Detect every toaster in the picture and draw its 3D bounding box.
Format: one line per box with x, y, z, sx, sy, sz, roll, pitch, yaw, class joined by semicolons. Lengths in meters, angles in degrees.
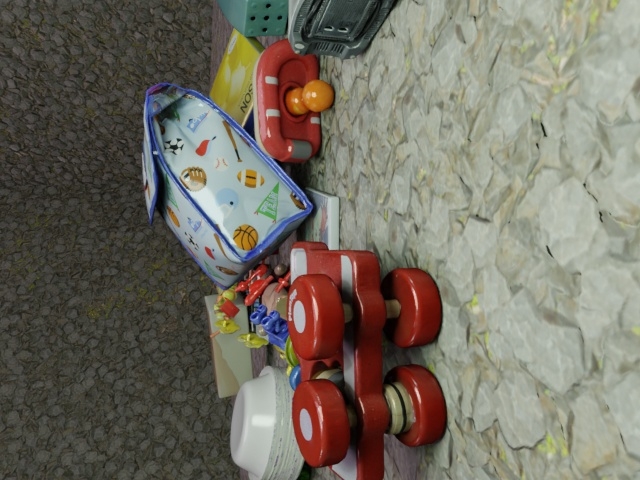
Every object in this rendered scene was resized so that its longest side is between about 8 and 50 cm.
0.025;-0.369;0.727;0.227;0.129;0.147;141;126;-72;toaster

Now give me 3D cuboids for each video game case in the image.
0.000;0.000;1.070;0.183;0.023;0.202;-146;55;-70;video game case

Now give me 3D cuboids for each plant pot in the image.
-0.162;-0.617;1.270;0.165;0.165;0.234;113;143;-57;plant pot

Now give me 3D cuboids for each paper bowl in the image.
-0.136;0.457;1.305;0.284;0.148;0.285;-170;90;-73;paper bowl

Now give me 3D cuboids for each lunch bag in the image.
-0.248;-0.109;1.133;0.385;0.239;0.328;51;156;0;lunch bag

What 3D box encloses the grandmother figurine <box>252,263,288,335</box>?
-0.125;0.159;1.419;0.208;0.104;0.342;-62;19;7;grandmother figurine

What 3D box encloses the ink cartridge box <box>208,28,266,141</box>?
-0.188;-0.315;1.288;0.304;0.072;0.307;-59;44;27;ink cartridge box

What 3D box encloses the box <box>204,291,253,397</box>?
-0.300;0.339;1.728;0.148;0.121;0.311;-143;47;-67;box

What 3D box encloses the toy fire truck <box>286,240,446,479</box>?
0.024;0.152;0.708;0.254;0.169;0.303;-179;87;-67;toy fire truck

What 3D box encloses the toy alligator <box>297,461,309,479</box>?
-0.062;0.584;1.358;0.051;0.056;0.189;-51;16;-5;toy alligator

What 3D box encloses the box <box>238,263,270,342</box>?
-0.230;0.210;1.808;0.322;0.079;0.257;171;94;-73;box

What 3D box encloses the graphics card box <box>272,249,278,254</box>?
-0.292;-0.030;1.655;0.371;0.232;0.094;-146;52;-64;graphics card box

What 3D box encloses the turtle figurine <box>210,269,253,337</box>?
-0.280;0.141;1.570;0.270;0.087;0.217;-63;16;14;turtle figurine

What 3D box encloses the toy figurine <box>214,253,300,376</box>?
-0.015;0.188;1.021;0.362;0.191;0.217;12;149;50;toy figurine

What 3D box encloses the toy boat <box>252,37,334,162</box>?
-0.037;-0.269;0.998;0.151;0.151;0.231;-2;92;43;toy boat
